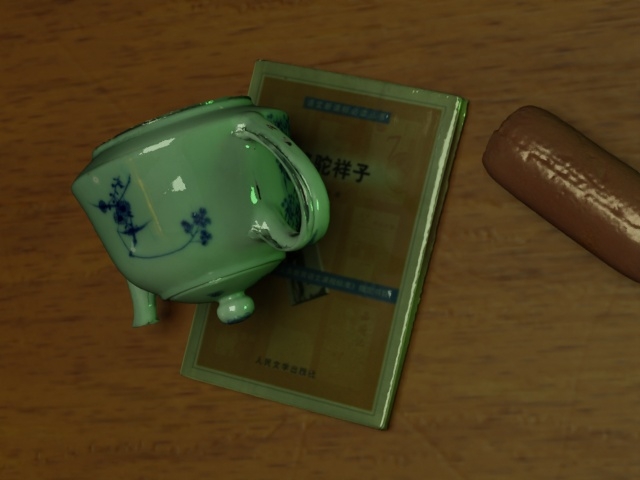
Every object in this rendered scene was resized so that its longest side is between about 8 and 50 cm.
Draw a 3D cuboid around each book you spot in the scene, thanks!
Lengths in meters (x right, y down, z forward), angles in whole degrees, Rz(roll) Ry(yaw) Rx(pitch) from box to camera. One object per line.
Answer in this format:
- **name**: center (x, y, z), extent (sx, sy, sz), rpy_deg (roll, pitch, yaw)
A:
- **book**: center (0.000, 0.000, 1.241), extent (0.170, 0.018, 0.242), rpy_deg (12, 89, 24)

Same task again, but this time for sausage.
- **sausage**: center (0.179, -0.030, 1.144), extent (0.154, 0.062, 0.062), rpy_deg (38, 99, 21)

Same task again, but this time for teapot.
- **teapot**: center (-0.077, -0.013, 1.189), extent (0.232, 0.159, 0.159), rpy_deg (-24, 73, 48)
